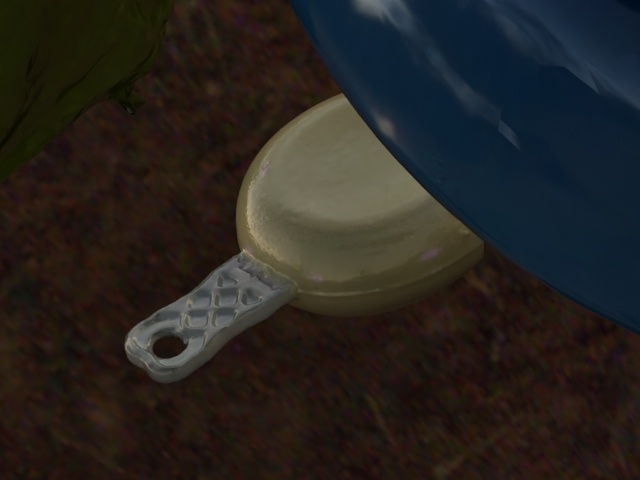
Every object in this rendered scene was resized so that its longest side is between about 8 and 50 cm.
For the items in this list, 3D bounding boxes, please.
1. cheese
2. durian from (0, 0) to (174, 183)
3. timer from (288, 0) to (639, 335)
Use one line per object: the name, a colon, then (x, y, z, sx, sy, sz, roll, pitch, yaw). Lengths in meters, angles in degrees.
cheese: (-0.014, -0.008, 1.195, 0.249, 0.071, 0.163, -21, 42, -9)
durian: (-0.183, -0.094, 0.469, 0.256, 0.340, 0.204, -13, 83, 10)
timer: (0.158, -0.093, 0.430, 0.115, 0.340, 0.309, -50, 22, 49)
